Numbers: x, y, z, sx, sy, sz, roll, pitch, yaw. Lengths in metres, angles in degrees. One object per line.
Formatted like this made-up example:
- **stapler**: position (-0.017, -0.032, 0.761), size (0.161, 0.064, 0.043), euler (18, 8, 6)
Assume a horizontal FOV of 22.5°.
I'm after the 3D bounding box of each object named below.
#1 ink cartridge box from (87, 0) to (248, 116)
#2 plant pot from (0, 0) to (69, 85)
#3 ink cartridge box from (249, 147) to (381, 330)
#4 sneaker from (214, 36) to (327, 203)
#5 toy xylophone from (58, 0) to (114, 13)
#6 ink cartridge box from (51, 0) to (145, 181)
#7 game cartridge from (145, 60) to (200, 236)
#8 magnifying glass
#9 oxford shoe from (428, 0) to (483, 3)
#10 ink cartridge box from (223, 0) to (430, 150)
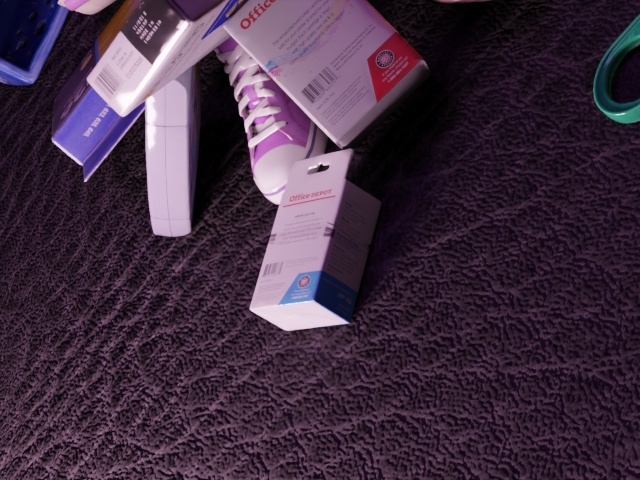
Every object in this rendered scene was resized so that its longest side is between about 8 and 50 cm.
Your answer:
- **ink cartridge box**: position (-0.085, -0.278, 1.730), size (0.371, 0.069, 0.176), euler (-41, -3, -43)
- **plant pot**: position (-0.541, -0.384, 2.525), size (0.212, 0.236, 0.236), euler (-2, 64, 56)
- **ink cartridge box**: position (0.000, 0.000, 1.713), size (0.104, 0.060, 0.180), euler (-10, 57, 47)
- **sneaker**: position (-0.080, -0.179, 1.862), size (0.102, 0.161, 0.282), euler (-31, 44, 31)
- **toy xylophone**: position (-0.288, -0.487, 2.417), size (0.236, 0.081, 0.322), euler (-31, 43, 33)
- **ink cartridge box**: position (-0.247, -0.252, 2.137), size (0.303, 0.072, 0.307), euler (-50, 17, 9)
- **game cartridge**: position (-0.172, -0.146, 1.897), size (0.297, 0.062, 0.198), euler (95, 173, -55)
- **magnifying glass**: position (0.327, -0.215, 1.512), size (0.092, 0.026, 0.231), euler (16, 79, 54)
- **oxford shoe**: position (0.123, -0.315, 1.768), size (0.363, 0.133, 0.130), euler (-110, 40, -69)
- **ink cartridge box**: position (0.009, -0.203, 1.710), size (0.128, 0.176, 0.127), euler (-44, -6, 5)
